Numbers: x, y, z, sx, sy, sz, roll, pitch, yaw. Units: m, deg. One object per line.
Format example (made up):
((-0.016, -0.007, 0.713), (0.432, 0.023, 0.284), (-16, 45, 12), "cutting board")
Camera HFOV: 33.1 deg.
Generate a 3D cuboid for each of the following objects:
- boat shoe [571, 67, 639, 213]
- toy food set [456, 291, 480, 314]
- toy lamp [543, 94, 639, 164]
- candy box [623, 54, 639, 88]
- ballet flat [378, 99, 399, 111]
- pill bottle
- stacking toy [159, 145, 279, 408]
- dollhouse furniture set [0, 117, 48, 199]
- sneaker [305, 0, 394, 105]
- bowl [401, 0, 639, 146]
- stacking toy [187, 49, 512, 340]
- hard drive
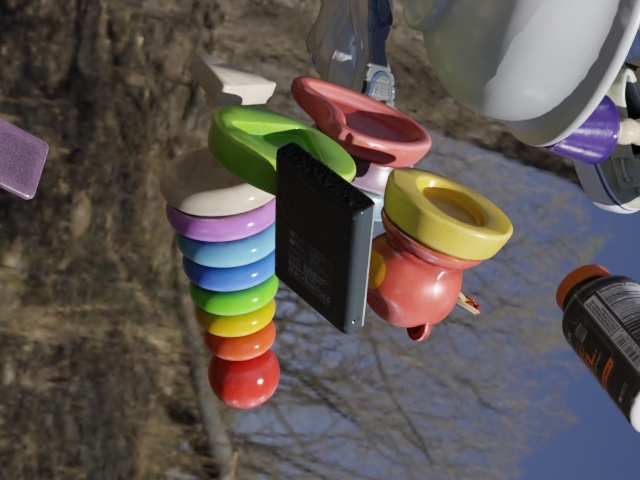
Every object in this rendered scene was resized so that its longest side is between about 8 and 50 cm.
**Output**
((0.365, -0.113, 1.308), (0.302, 0.094, 0.109), (36, 66, -51), "boat shoe")
((0.224, 0.094, 1.750), (0.020, 0.083, 0.082), (-60, -161, -2), "toy food set")
((0.355, -0.119, 1.169), (0.080, 0.275, 0.080), (7, -82, 62), "toy lamp")
((0.500, -0.147, 1.389), (0.233, 0.071, 0.159), (40, -28, 57), "candy box")
((0.051, -0.071, 1.283), (0.072, 0.068, 0.213), (-15, -135, 60), "ballet flat")
((0.410, 0.134, 1.443), (0.245, 0.131, 0.130), (-118, -142, -51), "pill bottle")
((-0.103, 0.057, 1.288), (0.141, 0.141, 0.330), (-93, 179, -60), "stacking toy")
((-0.218, -0.013, 0.574), (0.081, 0.091, 0.114), (-18, -127, 43), "dollhouse furniture set")
((0.044, -0.280, 1.702), (0.111, 0.129, 0.297), (15, 76, -62), "sneaker")
((0.152, -0.233, 0.895), (0.298, 0.134, 0.297), (-172, -90, -77), "bowl")
((-0.002, -0.046, 1.024), (0.130, 0.280, 0.309), (-66, -154, 22), "stacking toy")
((0.000, 0.000, 0.846), (0.094, 0.022, 0.135), (39, -35, 31), "hard drive")
